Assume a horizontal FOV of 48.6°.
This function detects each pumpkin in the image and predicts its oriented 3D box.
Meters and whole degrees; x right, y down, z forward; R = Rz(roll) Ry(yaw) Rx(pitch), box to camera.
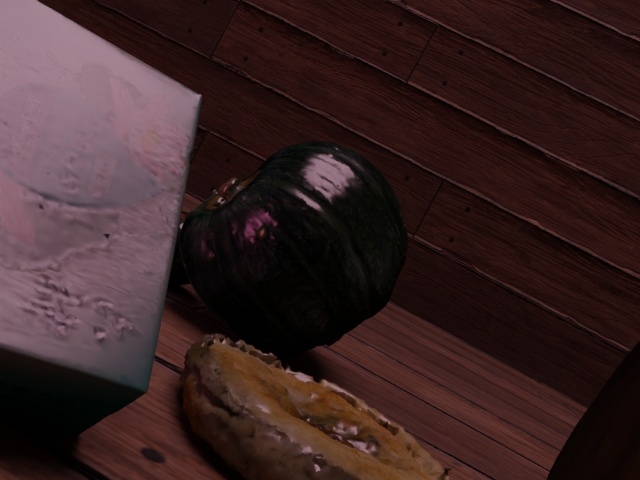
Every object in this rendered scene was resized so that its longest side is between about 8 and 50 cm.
[{"bbox_3d":[0.000,0.000,0.916,0.263,0.197,0.293,55,38,-8],"label":"pumpkin"}]

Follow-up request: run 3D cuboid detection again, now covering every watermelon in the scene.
[{"bbox_3d":[-0.208,0.001,0.995,0.133,0.105,0.105,51,12,25],"label":"watermelon"}]

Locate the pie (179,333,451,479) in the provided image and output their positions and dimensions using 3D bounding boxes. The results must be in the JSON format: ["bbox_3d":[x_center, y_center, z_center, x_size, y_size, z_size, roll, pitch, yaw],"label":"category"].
[{"bbox_3d":[-0.006,0.159,0.608,0.274,0.055,0.274,28,3,-1],"label":"pie"}]

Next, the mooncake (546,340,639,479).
[{"bbox_3d":[0.299,0.194,0.560,0.161,0.290,0.290,34,4,11],"label":"mooncake"}]

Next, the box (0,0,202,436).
[{"bbox_3d":[-0.174,-0.021,0.447,0.153,0.092,0.244,26,47,-31],"label":"box"}]
